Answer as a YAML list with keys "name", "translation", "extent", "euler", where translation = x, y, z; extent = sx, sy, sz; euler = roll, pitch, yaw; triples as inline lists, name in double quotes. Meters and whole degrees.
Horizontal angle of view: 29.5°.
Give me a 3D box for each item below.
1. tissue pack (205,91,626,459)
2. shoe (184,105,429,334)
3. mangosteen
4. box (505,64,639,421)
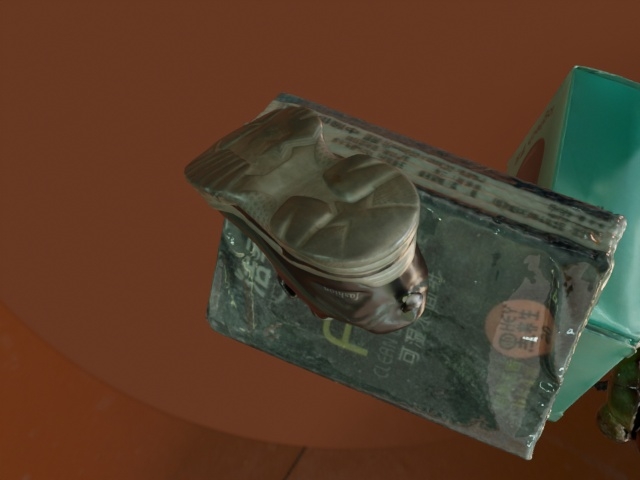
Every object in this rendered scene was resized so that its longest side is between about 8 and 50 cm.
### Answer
- name: "tissue pack"
  translation: [0.071, 0.030, 1.033]
  extent: [0.316, 0.103, 0.228]
  euler: [21, 125, 11]
- name: "shoe"
  translation: [0.000, 0.000, 0.588]
  extent: [0.071, 0.169, 0.099]
  euler: [-36, 125, -14]
- name: "mangosteen"
  translation: [0.431, 0.185, 1.369]
  extent: [0.243, 0.243, 0.243]
  euler: [0, 102, 1]
- name: "box"
  translation: [0.255, 0.001, 1.260]
  extent: [0.118, 0.205, 0.311]
  euler: [18, 59, -3]
